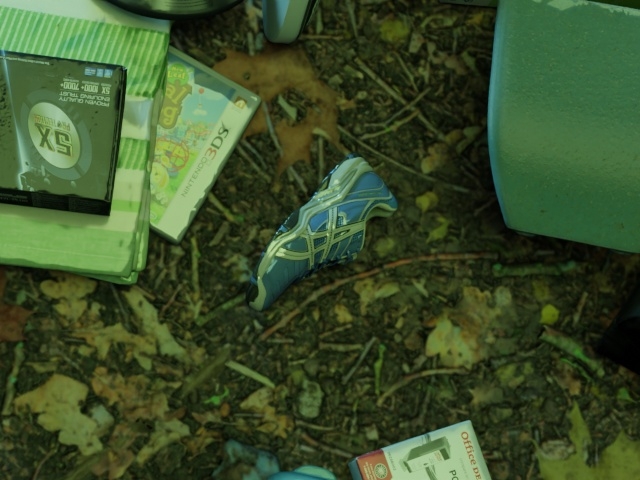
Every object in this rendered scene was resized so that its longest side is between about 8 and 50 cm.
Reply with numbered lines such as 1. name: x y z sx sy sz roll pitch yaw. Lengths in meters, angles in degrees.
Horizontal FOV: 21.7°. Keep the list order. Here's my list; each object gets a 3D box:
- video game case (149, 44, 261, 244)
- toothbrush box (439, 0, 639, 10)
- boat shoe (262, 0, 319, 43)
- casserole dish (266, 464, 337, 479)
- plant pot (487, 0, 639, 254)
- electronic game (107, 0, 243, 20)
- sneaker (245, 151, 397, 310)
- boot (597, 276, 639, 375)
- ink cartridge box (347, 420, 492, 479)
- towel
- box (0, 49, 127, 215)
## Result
1. video game case: -0.201 -0.128 1.839 0.212 0.023 0.193 30 74 -2
2. toothbrush box: 0.285 -0.378 1.929 0.283 0.122 0.206 4 76 -8
3. boat shoe: 0.016 -0.360 1.846 0.105 0.113 0.306 8 104 -23
4. casserole dish: -0.020 0.329 1.763 0.114 0.037 0.188 14 75 -7
5. plant pot: 0.298 -0.122 1.800 0.247 0.248 0.252 11 97 9
6. electronic game: -0.171 -0.333 1.851 0.229 0.048 0.229 7 54 -10
7. sneaker: 0.000 0.000 1.816 0.081 0.080 0.211 41 75 4
8. boot: 0.464 -0.079 1.779 0.146 0.367 0.445 34 74 20
9. ink cartridge box: 0.111 0.259 1.790 0.135 0.056 0.099 -18 80 -13
10. towel: -0.292 -0.127 1.793 0.248 0.038 0.324 8 77 -8
11. box: -0.297 -0.113 1.730 0.180 0.077 0.147 7 78 -7
